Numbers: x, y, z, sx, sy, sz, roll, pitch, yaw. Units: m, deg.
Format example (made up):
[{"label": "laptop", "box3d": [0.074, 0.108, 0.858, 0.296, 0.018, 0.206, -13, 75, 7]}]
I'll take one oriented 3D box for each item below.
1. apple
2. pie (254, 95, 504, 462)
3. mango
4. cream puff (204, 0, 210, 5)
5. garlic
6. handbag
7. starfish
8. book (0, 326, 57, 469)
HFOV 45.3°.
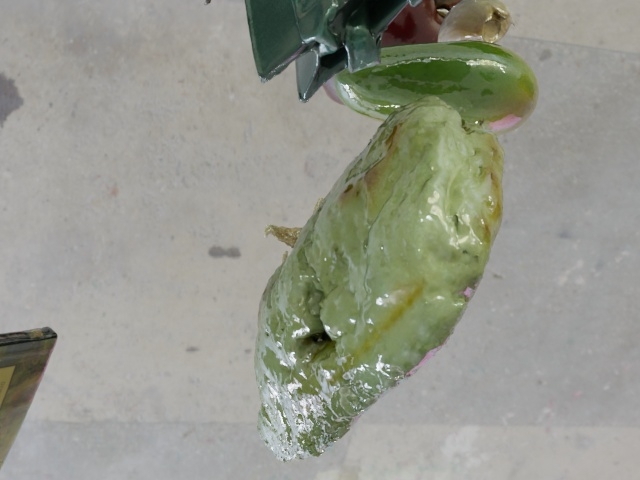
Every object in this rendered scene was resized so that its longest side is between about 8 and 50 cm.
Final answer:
[{"label": "apple", "box3d": [0.117, -0.373, 1.335, 0.288, 0.288, 0.316, 36, 150, -29]}, {"label": "pie", "box3d": [0.023, 0.019, 0.456, 0.089, 0.201, 0.248, 28, 138, -5]}, {"label": "mango", "box3d": [0.141, -0.182, 0.942, 0.250, 0.156, 0.114, -2, 96, -1]}, {"label": "cream puff", "box3d": [-0.001, -0.203, 0.304, 0.268, 0.241, 0.155, -18, 95, -17]}, {"label": "garlic", "box3d": [0.203, -0.297, 1.070, 0.066, 0.152, 0.084, 46, 65, -22]}, {"label": "handbag", "box3d": [0.059, -0.296, 0.675, 0.089, 0.239, 0.326, 26, 130, -35]}, {"label": "starfish", "box3d": [0.004, -0.003, 1.297, 0.209, 0.150, 0.053, 10, 162, -21]}, {"label": "book", "box3d": [-0.283, 0.125, 0.454, 0.228, 0.024, 0.160, -1, 129, -53]}]
